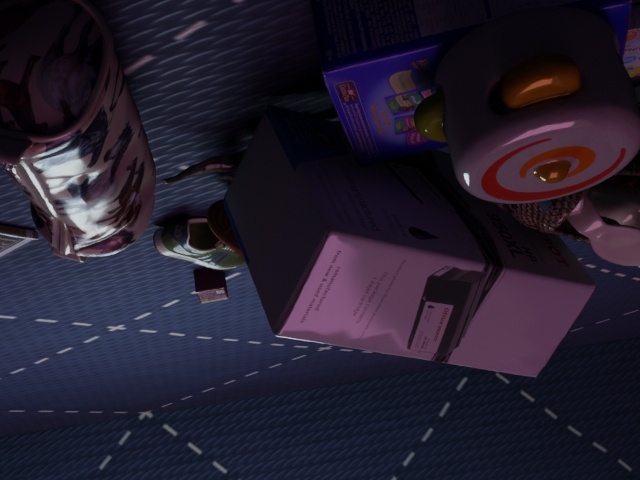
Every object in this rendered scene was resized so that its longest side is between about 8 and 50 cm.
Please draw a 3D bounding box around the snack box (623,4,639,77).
[{"bbox_3d":[0.402,-0.248,1.403,0.100,0.037,0.141,-11,162,-1],"label":"snack box"}]

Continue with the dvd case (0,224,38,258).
[{"bbox_3d":[-0.560,0.004,1.677,0.164,0.018,0.221,-23,158,34],"label":"dvd case"}]

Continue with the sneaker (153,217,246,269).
[{"bbox_3d":[-0.167,0.003,1.814,0.192,0.064,0.086,10,159,-40],"label":"sneaker"}]

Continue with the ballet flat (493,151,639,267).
[{"bbox_3d":[0.382,-0.036,1.431,0.482,0.182,0.164,6,131,-50],"label":"ballet flat"}]

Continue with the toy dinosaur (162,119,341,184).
[{"bbox_3d":[-0.080,-0.099,1.534,0.268,0.064,0.118,-18,150,-7],"label":"toy dinosaur"}]

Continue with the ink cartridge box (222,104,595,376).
[{"bbox_3d":[0.108,0.003,1.443,0.394,0.285,0.166,12,121,-28],"label":"ink cartridge box"}]

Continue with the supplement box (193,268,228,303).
[{"bbox_3d":[-0.203,0.083,2.080,0.054,0.043,0.083,-9,163,-3],"label":"supplement box"}]

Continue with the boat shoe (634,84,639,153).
[{"bbox_3d":[0.418,-0.139,1.641,0.306,0.105,0.113,-20,160,27],"label":"boat shoe"}]

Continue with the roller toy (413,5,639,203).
[{"bbox_3d":[0.218,-0.125,1.116,0.191,0.146,0.209,4,154,-30],"label":"roller toy"}]

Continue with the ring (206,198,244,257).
[{"bbox_3d":[0.000,0.000,1.625,0.336,0.336,0.032,4,113,-38],"label":"ring"}]

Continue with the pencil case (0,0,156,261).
[{"bbox_3d":[-0.281,-0.103,1.236,0.159,0.184,0.410,28,164,7],"label":"pencil case"}]

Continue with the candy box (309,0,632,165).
[{"bbox_3d":[0.168,-0.212,1.250,0.317,0.122,0.268,-11,161,6],"label":"candy box"}]
